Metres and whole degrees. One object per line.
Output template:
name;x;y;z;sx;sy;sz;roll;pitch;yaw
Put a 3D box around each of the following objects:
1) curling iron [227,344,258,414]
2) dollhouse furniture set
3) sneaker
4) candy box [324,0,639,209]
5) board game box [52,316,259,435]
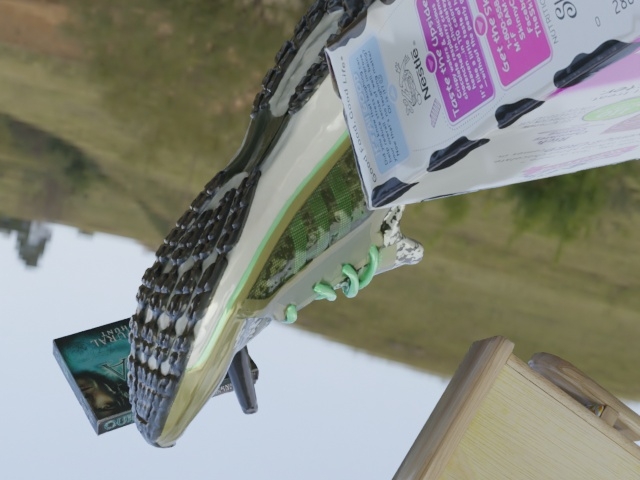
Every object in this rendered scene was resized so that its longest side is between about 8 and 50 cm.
curling iron;-0.078;0.090;1.427;0.068;0.274;0.035;13;-131;11
dollhouse furniture set;0.102;0.161;0.930;0.161;0.212;0.242;36;161;-9
sneaker;0.000;0.000;1.154;0.182;0.410;0.158;33;176;-22
candy box;0.121;-0.084;0.487;0.159;0.071;0.233;-11;170;-25
board game box;-0.175;0.129;1.559;0.186;0.026;0.126;-17;-132;-25
